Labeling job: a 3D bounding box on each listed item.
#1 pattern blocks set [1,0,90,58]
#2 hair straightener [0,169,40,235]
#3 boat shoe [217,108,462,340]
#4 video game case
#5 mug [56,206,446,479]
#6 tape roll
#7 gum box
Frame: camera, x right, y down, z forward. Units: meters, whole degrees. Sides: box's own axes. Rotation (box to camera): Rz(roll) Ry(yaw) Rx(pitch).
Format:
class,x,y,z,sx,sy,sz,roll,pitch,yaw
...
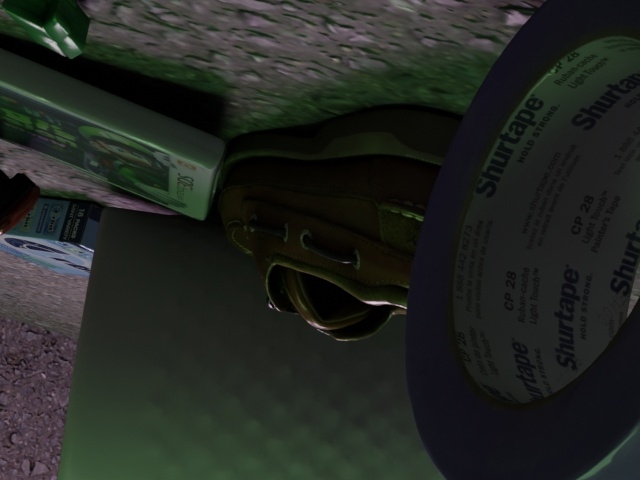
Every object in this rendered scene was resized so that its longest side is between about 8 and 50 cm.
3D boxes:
class,x,y,z,sx,sy,sz,roll,pitch,yaw
pattern blocks set,-0.264,-0.147,0.675,0.324,0.026,0.285,15,170,-1
hair straightener,-0.230,-0.059,0.985,0.089,0.047,0.230,44,180,-16
boat shoe,0.000,0.000,0.870,0.110,0.104,0.307,17,170,-15
video game case,-0.151,-0.068,0.896,0.190,0.022,0.173,23,169,-2
mug,-0.027,0.115,1.205,0.328,0.276,0.374,9,-159,-7
tape roll,0.109,0.004,0.501,0.080,0.189,0.189,20,169,-21
gum box,-0.224,0.001,1.377,0.184,0.041,0.157,6,166,37
